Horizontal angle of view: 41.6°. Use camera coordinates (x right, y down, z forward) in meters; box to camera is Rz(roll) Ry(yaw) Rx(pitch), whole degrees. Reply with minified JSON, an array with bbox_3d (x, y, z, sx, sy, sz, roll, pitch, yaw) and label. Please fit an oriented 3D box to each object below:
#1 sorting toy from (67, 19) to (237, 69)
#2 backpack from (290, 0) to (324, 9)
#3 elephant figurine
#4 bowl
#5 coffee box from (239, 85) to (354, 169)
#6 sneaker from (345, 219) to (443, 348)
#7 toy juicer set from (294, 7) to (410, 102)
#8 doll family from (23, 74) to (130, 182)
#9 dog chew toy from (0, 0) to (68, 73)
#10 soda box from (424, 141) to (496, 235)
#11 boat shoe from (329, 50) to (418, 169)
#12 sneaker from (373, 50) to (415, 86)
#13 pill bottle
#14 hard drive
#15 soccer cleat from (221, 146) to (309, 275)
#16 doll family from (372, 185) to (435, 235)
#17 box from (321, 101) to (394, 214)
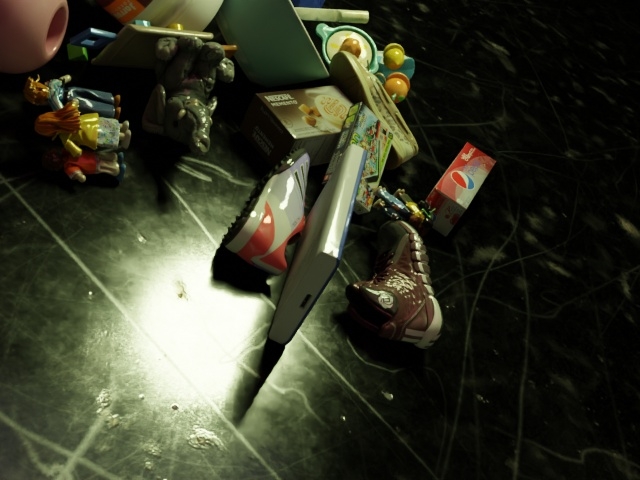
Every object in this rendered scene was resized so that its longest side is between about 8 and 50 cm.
[{"bbox_3d":[-0.333,-0.389,1.660,0.348,0.196,0.047,-4,82,-38],"label":"sorting toy"},{"bbox_3d":[-0.045,-0.687,2.267,0.098,0.101,0.120,-2,44,-45],"label":"backpack"},{"bbox_3d":[-0.260,-0.252,1.591,0.170,0.186,0.239,3,78,10],"label":"elephant figurine"},{"bbox_3d":[-0.121,-0.459,1.843,0.311,0.163,0.311,61,6,-11],"label":"bowl"},{"bbox_3d":[-0.028,-0.238,1.769,0.247,0.098,0.141,-15,57,-45],"label":"coffee box"},{"bbox_3d":[0.112,0.064,1.526,0.163,0.106,0.281,7,44,-25],"label":"sneaker"},{"bbox_3d":[0.099,-0.456,1.995,0.209,0.089,0.329,-22,78,-20],"label":"toy juicer set"},{"bbox_3d":[-0.425,-0.221,1.452,0.163,0.118,0.263,5,45,-31],"label":"doll family"},{"bbox_3d":[-0.626,-0.427,1.490,0.332,0.206,0.206,19,38,-3],"label":"dog chew toy"},{"bbox_3d":[0.305,-0.119,1.875,0.083,0.092,0.263,34,37,5],"label":"soda box"},{"bbox_3d":[0.116,-0.297,1.878,0.089,0.105,0.285,-31,96,-33],"label":"boat shoe"},{"bbox_3d":[0.128,-0.430,2.123,0.229,0.087,0.092,-12,31,-38],"label":"sneaker"},{"bbox_3d":[-0.395,-0.575,1.694,0.392,0.224,0.224,38,31,-31],"label":"pill bottle"},{"bbox_3d":[0.000,0.000,1.426,0.040,0.210,0.318,26,37,-7],"label":"hard drive"},{"bbox_3d":[-0.072,-0.057,1.543,0.116,0.109,0.318,40,37,-11],"label":"soccer cleat"},{"bbox_3d":[0.174,-0.053,1.696,0.111,0.076,0.193,47,27,23],"label":"doll family"},{"bbox_3d":[0.080,-0.169,1.724,0.114,0.036,0.207,39,56,-31],"label":"box"}]
